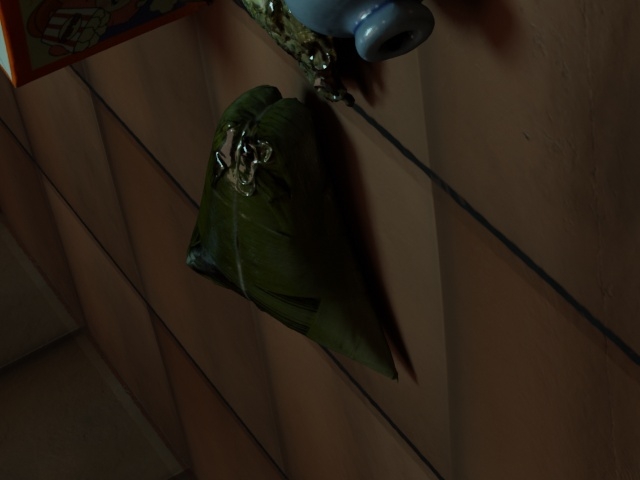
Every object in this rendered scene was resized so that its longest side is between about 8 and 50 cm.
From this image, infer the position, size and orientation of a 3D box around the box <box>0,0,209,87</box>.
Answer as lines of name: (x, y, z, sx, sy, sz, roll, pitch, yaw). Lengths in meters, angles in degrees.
box: (-0.312, -0.422, 1.663, 0.318, 0.257, 0.348, 49, 156, 31)

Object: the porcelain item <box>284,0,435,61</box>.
porcelain item: (0.011, -0.268, 1.227, 0.141, 0.141, 0.259, 113, 135, -66)

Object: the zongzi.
zongzi: (0.000, 0.000, 1.653, 0.300, 0.145, 0.274, 38, 148, 13)

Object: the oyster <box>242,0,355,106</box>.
oyster: (-0.038, -0.246, 1.446, 0.198, 0.092, 0.259, 52, 161, 40)
